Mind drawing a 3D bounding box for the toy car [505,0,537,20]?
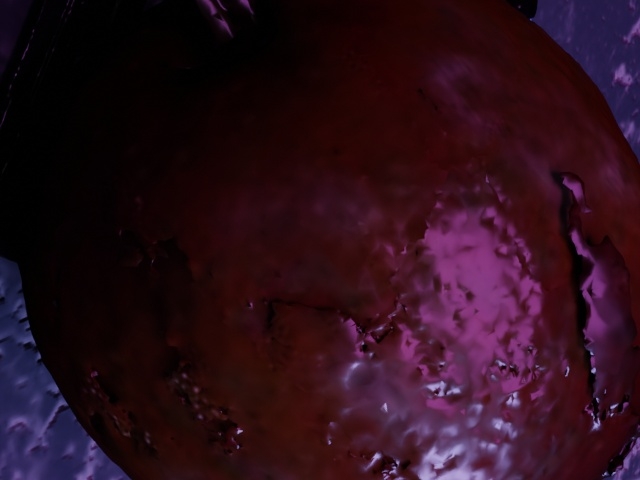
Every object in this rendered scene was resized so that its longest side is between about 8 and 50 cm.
[{"bbox_3d":[0.069,-0.104,0.910,0.103,0.063,0.216,52,57,-47],"label":"toy car"}]

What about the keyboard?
[{"bbox_3d":[-0.121,-0.089,0.719,0.061,0.013,0.204,28,81,-51],"label":"keyboard"}]

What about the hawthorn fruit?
[{"bbox_3d":[0.004,0.012,0.697,0.316,0.316,0.315,-22,119,-46],"label":"hawthorn fruit"}]
